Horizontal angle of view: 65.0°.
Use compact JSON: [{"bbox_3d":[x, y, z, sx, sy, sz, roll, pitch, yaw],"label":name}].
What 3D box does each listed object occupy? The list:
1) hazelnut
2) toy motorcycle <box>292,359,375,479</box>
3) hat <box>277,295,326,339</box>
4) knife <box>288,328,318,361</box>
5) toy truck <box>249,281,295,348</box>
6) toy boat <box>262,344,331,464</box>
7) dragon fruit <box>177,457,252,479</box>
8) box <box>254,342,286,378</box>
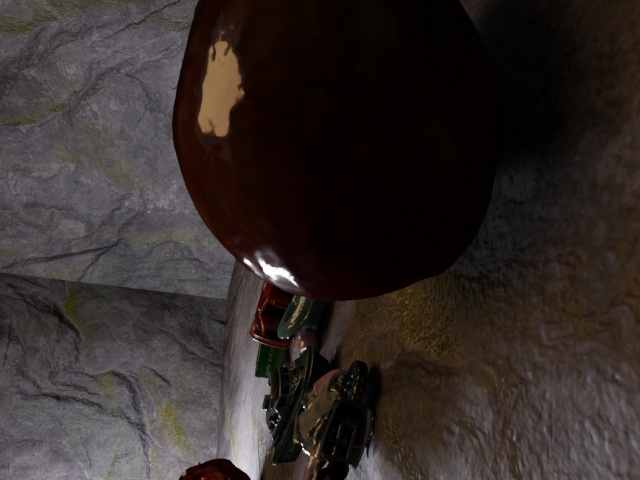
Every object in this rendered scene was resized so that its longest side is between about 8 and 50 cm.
[{"bbox_3d":[0.014,-0.147,0.560,0.421,0.353,0.420,-9,-80,-60],"label":"hazelnut"},{"bbox_3d":[0.012,0.315,0.845,0.239,0.108,0.204,-59,14,-14],"label":"toy motorcycle"},{"bbox_3d":[-0.028,0.147,1.136,0.191,0.078,0.138,-63,6,17],"label":"hat"},{"bbox_3d":[-0.053,0.273,1.281,0.336,0.043,0.081,125,146,-73],"label":"knife"},{"bbox_3d":[-0.104,0.156,1.306,0.252,0.108,0.114,-82,16,-56],"label":"toy truck"},{"bbox_3d":[-0.056,0.333,1.048,0.114,0.122,0.296,-104,27,-57],"label":"toy boat"},{"bbox_3d":[-0.333,0.822,1.519,0.301,0.296,0.295,109,163,-45],"label":"dragon fruit"},{"bbox_3d":[-0.137,0.286,1.458,0.135,0.081,0.199,-162,83,-83],"label":"box"}]
